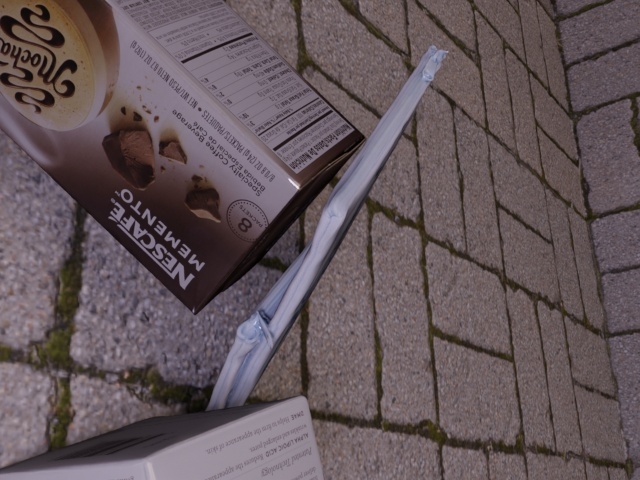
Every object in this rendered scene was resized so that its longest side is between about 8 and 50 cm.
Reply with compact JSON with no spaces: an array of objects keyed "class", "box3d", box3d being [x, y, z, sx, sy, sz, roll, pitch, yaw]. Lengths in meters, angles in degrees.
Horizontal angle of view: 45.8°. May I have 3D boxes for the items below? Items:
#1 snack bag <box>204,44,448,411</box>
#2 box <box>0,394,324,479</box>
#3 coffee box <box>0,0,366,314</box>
[{"class":"snack bag","box3d":[0.000,0.000,0.745,0.037,0.342,0.323,31,42,2]},{"class":"box","box3d":[-0.117,0.204,0.576,0.182,0.181,0.119,-5,82,-57]},{"class":"coffee box","box3d":[-0.136,-0.111,0.596,0.297,0.168,0.119,44,37,1]}]
